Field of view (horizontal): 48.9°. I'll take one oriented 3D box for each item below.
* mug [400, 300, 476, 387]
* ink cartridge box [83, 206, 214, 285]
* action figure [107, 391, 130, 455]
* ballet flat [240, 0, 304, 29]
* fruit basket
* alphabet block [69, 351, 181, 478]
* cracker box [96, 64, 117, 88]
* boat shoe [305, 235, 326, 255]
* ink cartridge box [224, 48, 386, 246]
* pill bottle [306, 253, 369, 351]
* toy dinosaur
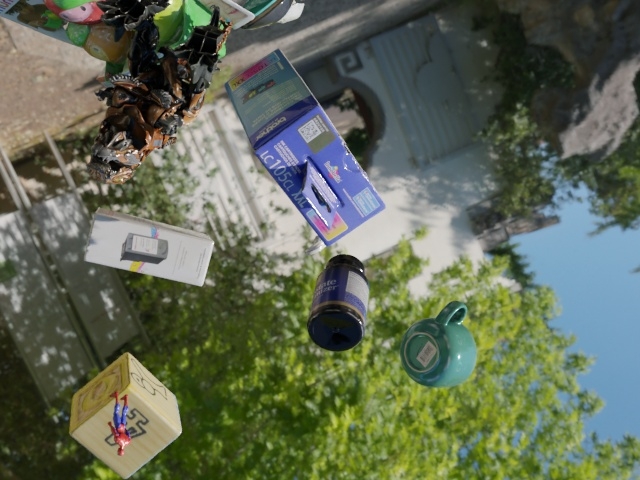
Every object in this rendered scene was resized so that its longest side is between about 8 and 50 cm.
[{"bbox_3d":[0.213,0.197,1.326,0.129,0.158,0.097,-15,163,37],"label":"mug"},{"bbox_3d":[-0.454,0.015,1.872,0.306,0.131,0.226,13,-177,-15],"label":"ink cartridge box"},{"bbox_3d":[-0.354,0.325,1.241,0.030,0.038,0.115,-35,-133,18],"label":"action figure"},{"bbox_3d":[-0.065,-0.514,1.445,0.095,0.096,0.281,15,-113,42],"label":"ballet flat"},{"bbox_3d":[-0.338,-0.361,1.119,0.327,0.166,0.353,-11,168,41],"label":"fruit basket"},{"bbox_3d":[-0.492,0.439,1.782,0.193,0.197,0.192,-40,-157,-3],"label":"alphabet block"},{"bbox_3d":[-0.395,-0.407,1.641,0.067,0.156,0.232,3,-124,38],"label":"cracker box"},{"bbox_3d":[0.000,0.000,1.673,0.100,0.035,0.035,-32,-166,-22],"label":"boat shoe"},{"bbox_3d":[-0.028,-0.176,1.366,0.151,0.270,0.395,-35,-145,4],"label":"ink cartridge box"},{"bbox_3d":[0.044,0.129,1.540,0.122,0.123,0.219,-20,-152,20],"label":"pill bottle"},{"bbox_3d":[-0.222,-0.223,0.977,0.164,0.322,0.218,10,144,-7],"label":"toy dinosaur"}]
